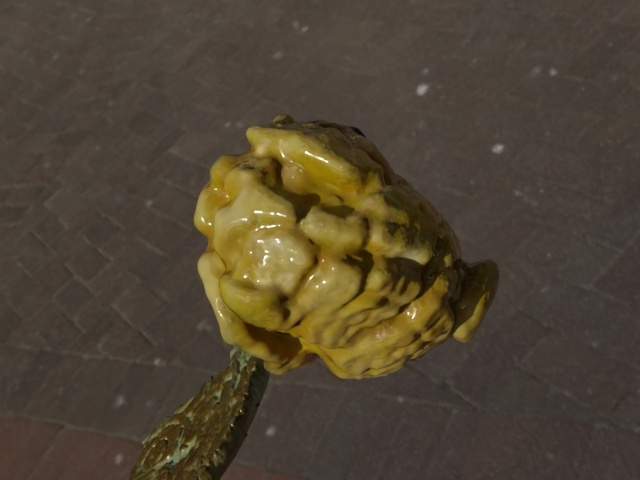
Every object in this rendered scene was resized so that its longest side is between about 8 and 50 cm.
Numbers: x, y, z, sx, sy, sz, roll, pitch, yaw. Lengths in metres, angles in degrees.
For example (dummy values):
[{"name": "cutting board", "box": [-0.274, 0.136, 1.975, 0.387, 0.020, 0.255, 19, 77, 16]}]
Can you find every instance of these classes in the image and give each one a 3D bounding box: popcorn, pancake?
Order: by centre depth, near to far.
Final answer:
[{"name": "popcorn", "box": [0.012, 0.015, 0.541, 0.140, 0.194, 0.163, -41, 78, 9]}, {"name": "pancake", "box": [-0.158, 0.255, 1.094, 0.197, 0.054, 0.376, -7, 42, 53]}]
